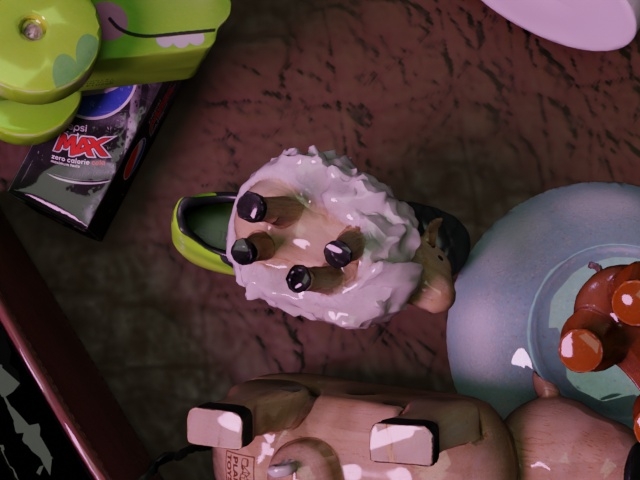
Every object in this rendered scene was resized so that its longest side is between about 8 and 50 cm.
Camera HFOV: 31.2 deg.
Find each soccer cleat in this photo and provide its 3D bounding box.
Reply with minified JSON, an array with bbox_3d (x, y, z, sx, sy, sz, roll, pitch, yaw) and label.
[{"bbox_3d":[0.000,0.000,0.671,0.179,0.072,0.060,3,80,1],"label":"soccer cleat"}]

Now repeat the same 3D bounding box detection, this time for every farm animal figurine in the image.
[{"bbox_3d":[0.076,0.146,0.592,0.327,0.172,0.330,19,101,20],"label":"farm animal figurine"}]

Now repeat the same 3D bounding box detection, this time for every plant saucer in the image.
[{"bbox_3d":[0.173,0.056,0.678,0.195,0.037,0.194,0,80,0],"label":"plant saucer"}]

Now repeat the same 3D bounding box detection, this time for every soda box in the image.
[{"bbox_3d":[-0.122,-0.087,0.694,0.053,0.060,0.168,25,82,2],"label":"soda box"}]

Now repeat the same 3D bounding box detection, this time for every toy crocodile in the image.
[{"bbox_3d":[-0.216,-0.102,0.589,0.341,0.115,0.105,-9,84,-13],"label":"toy crocodile"}]

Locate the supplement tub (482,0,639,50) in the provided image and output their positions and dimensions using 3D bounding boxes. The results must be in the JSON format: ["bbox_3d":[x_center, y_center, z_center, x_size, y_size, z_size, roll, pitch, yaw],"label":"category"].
[{"bbox_3d":[0.175,-0.228,0.672,0.144,0.144,0.199,30,82,6],"label":"supplement tub"}]

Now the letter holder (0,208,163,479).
[{"bbox_3d":[-0.189,0.117,0.582,0.152,0.214,0.301,-32,81,-4],"label":"letter holder"}]
